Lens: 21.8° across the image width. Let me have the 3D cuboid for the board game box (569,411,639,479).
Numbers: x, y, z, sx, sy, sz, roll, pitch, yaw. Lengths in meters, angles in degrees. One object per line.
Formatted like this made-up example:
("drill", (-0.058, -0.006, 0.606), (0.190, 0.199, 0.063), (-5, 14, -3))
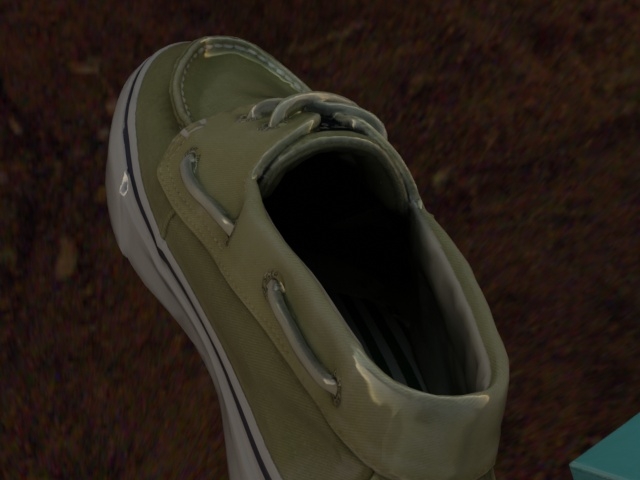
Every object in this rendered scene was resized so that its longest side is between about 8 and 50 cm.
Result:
("board game box", (0.298, 0.141, 0.840), (0.336, 0.079, 0.254), (-30, 112, -27))

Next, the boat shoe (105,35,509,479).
("boat shoe", (0.000, 0.000, 0.571), (0.109, 0.094, 0.302), (5, 33, -24))
